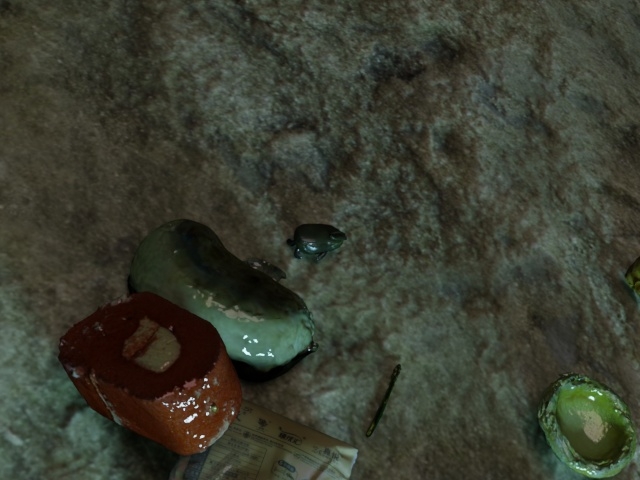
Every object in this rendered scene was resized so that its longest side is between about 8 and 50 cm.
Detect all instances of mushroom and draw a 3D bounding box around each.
[{"bbox_3d":[-0.159,0.084,1.744,0.344,0.130,0.247,43,53,12],"label":"mushroom"}]

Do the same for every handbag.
[{"bbox_3d":[0.000,0.000,1.936,0.111,0.047,0.072,-7,51,-28],"label":"handbag"}]

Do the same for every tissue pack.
[{"bbox_3d":[-0.090,0.355,1.560,0.257,0.123,0.215,25,45,-4],"label":"tissue pack"}]

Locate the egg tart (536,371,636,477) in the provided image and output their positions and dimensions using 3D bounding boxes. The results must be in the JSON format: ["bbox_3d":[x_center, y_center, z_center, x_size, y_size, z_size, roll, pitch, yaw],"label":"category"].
[{"bbox_3d":[0.460,0.334,1.852,0.197,0.078,0.197,11,51,-13],"label":"egg tart"}]

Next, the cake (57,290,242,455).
[{"bbox_3d":[-0.242,0.185,1.548,0.283,0.151,0.177,16,53,35],"label":"cake"}]

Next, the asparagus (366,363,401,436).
[{"bbox_3d":[0.110,0.271,1.790,0.016,0.013,0.166,37,47,-7],"label":"asparagus"}]

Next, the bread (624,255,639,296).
[{"bbox_3d":[0.749,0.097,2.159,0.222,0.096,0.181,43,49,10],"label":"bread"}]
